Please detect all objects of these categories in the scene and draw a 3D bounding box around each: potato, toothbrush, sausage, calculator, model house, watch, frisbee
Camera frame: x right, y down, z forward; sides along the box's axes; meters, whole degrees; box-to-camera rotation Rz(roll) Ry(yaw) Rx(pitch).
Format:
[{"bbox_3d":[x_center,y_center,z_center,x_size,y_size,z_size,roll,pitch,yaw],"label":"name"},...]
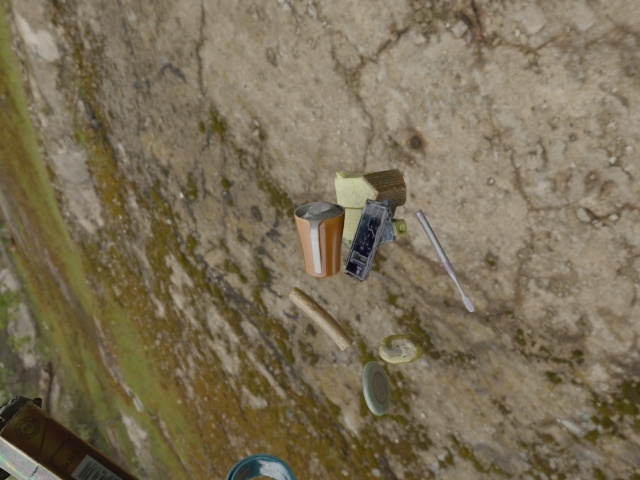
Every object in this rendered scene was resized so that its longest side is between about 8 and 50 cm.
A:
[{"bbox_3d":[0.245,0.323,1.674,0.137,0.070,0.092,-11,66,28],"label":"potato"},{"bbox_3d":[0.373,0.063,1.671,0.354,0.024,0.029,60,-177,-10],"label":"toothbrush"},{"bbox_3d":[0.000,0.281,2.047,0.301,0.065,0.066,42,145,13],"label":"sausage"},{"bbox_3d":[0.154,-0.002,1.895,0.165,0.028,0.274,24,97,63],"label":"calculator"},{"bbox_3d":[0.231,-0.127,2.164,0.266,0.261,0.322,3,104,57],"label":"model house"},{"bbox_3d":[-0.158,0.610,1.328,0.210,0.193,0.211,17,128,22],"label":"watch"},{"bbox_3d":[0.117,0.302,1.146,0.014,0.110,0.110,-16,99,28],"label":"frisbee"}]

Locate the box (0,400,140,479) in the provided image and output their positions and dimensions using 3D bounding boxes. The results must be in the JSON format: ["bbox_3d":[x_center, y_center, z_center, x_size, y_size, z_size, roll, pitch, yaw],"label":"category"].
[{"bbox_3d":[-0.390,0.367,0.874,0.240,0.071,0.159,38,138,-6],"label":"box"}]

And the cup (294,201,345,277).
[{"bbox_3d":[0.000,0.000,1.983,0.182,0.226,0.264,0,114,10],"label":"cup"}]

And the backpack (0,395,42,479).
[{"bbox_3d":[-0.623,0.394,1.098,0.105,0.165,0.120,7,116,27],"label":"backpack"}]
